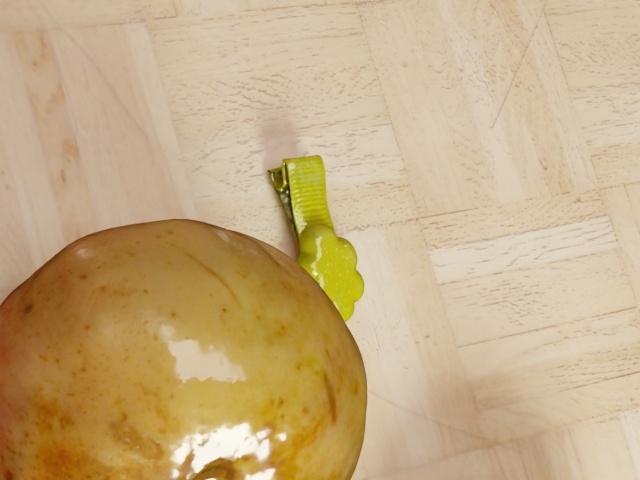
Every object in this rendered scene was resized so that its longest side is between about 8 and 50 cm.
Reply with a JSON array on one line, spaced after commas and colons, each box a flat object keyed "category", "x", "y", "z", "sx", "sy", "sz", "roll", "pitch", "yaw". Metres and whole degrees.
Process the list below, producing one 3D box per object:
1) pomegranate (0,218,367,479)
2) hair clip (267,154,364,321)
[{"category": "pomegranate", "x": -0.133, "y": 0.125, "z": 1.355, "sx": 0.338, "sy": 0.338, "sz": 0.338, "roll": 9, "pitch": 70, "yaw": -25}, {"category": "hair clip", "x": 0.000, "y": 0.000, "z": 1.606, "sx": 0.072, "sy": 0.046, "sz": 0.173, "roll": -10, "pitch": 80, "yaw": -26}]
